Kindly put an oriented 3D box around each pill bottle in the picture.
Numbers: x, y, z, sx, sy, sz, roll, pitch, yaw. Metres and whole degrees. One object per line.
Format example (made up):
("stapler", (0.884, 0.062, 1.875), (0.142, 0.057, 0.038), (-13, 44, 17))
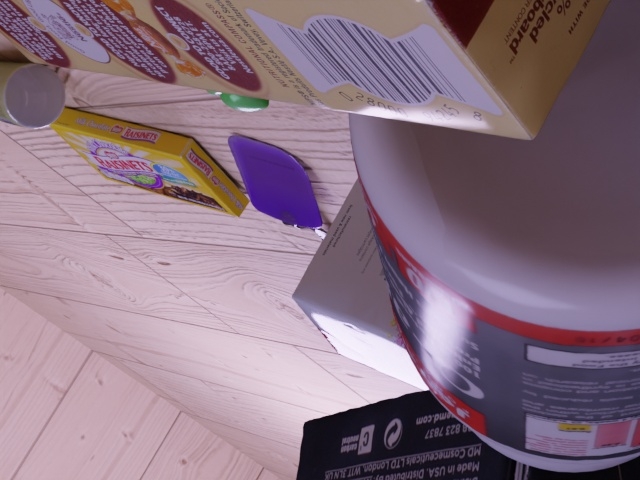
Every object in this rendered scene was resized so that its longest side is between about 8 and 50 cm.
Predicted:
("pill bottle", (0.135, -0.001, 0.745), (0.210, 0.210, 0.363), (25, 163, 17))

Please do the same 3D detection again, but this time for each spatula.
("spatula", (0.000, 0.000, 1.324), (0.084, 0.030, 0.296), (17, 160, 33))

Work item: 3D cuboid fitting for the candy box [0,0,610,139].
("candy box", (-0.013, -0.155, 0.588), (0.316, 0.183, 0.087), (15, 157, 44))

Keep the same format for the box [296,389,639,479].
("box", (0.219, 0.396, 1.054), (0.480, 0.471, 0.297), (21, 155, -27))

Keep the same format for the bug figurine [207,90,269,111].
("bug figurine", (-0.103, -0.165, 0.927), (0.216, 0.072, 0.279), (34, 164, -12))

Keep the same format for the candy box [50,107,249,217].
("candy box", (-0.171, -0.078, 1.400), (0.206, 0.027, 0.105), (16, 155, 42))

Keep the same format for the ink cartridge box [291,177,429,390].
("ink cartridge box", (0.096, 0.045, 1.108), (0.176, 0.127, 0.128), (22, 163, 27))

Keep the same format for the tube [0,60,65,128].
("tube", (-0.323, -0.150, 1.414), (0.240, 0.062, 0.070), (13, 114, 59))
